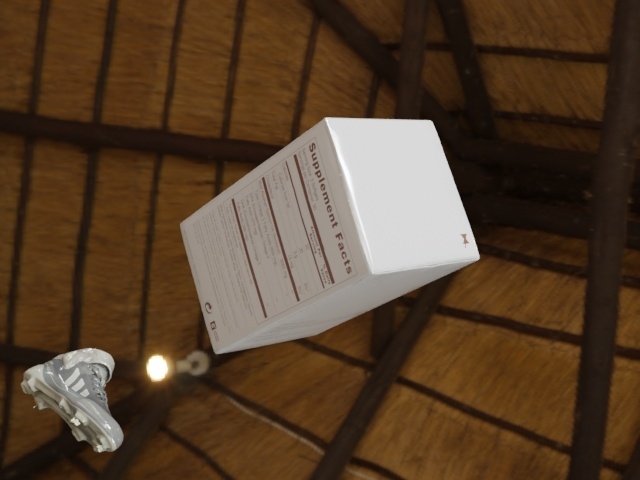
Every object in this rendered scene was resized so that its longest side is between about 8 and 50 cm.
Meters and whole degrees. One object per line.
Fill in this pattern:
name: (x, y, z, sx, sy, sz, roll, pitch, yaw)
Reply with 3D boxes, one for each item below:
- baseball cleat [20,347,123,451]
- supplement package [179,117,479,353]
baseball cleat: (-0.282, 0.182, 1.089, 0.206, 0.109, 0.072, 22, -46, 40)
supplement package: (0.000, 0.000, 0.622, 0.179, 0.105, 0.105, -30, -108, 44)
